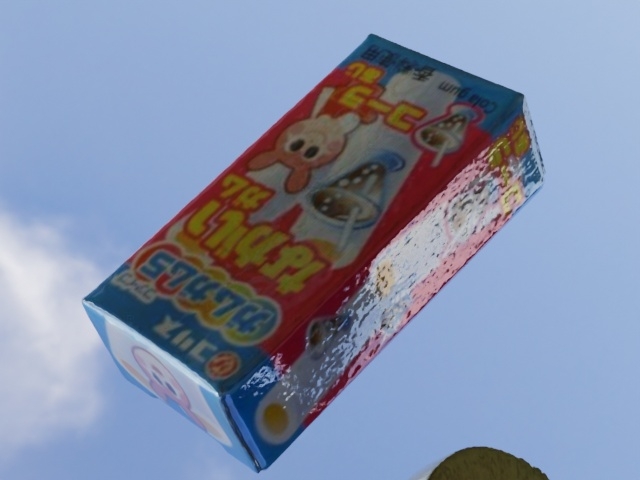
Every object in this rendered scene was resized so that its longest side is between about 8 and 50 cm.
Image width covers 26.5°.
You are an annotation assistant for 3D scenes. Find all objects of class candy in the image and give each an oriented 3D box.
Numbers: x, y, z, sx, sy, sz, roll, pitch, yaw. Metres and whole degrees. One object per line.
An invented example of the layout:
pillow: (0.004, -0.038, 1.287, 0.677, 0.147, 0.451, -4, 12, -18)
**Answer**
candy: (0.000, -0.001, 0.944, 0.157, 0.100, 0.306, 30, -115, 38)

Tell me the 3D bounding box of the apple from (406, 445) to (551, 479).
apple: (0.144, 0.326, 1.041, 0.295, 0.233, 0.258, 43, -169, 27)
